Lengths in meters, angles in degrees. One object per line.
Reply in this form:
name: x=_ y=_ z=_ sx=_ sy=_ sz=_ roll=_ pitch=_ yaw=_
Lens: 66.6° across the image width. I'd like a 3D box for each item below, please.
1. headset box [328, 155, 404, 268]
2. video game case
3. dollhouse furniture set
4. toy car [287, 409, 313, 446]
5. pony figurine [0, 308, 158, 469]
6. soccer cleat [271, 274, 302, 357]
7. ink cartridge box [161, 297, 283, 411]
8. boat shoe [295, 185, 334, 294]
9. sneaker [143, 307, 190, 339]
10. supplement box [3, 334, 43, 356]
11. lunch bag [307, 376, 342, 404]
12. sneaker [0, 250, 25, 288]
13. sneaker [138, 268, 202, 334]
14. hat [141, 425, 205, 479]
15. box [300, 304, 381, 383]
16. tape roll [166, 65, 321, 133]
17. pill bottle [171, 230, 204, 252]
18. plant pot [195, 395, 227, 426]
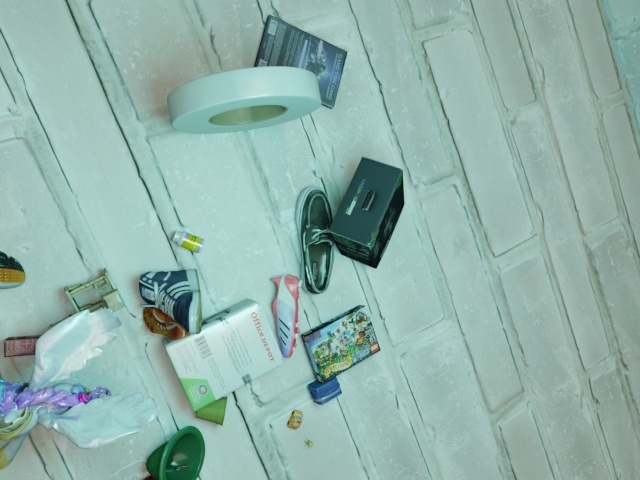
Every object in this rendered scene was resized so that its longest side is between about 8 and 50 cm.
headset box: x=0.146 y=-0.078 z=1.447 sx=0.131 sy=0.283 sz=0.246 roll=21 pitch=78 yaw=16
video game case: x=-0.060 y=-0.550 z=1.513 sx=0.274 sy=0.026 sz=0.196 roll=17 pitch=83 yaw=-23
dollhouse furniture set: x=-0.592 y=0.154 z=1.198 sx=0.182 sy=0.161 sz=0.101 roll=-28 pitch=100 yaw=-22
toy car: x=-0.048 y=0.575 z=1.494 sx=0.122 sy=0.040 sz=0.060 roll=47 pitch=73 yaw=-16
pony figurine: x=-0.590 y=0.363 z=1.087 sx=0.351 sy=0.363 sz=0.302 roll=-22 pitch=74 yaw=-38
soccer cleat: x=-0.107 y=0.225 z=1.463 sx=0.095 sy=0.083 sz=0.248 roll=5 pitch=92 yaw=5
ink cartridge box: x=-0.271 y=0.309 z=1.361 sx=0.273 sy=0.115 sz=0.198 roll=-24 pitch=99 yaw=-21
boat shoe: x=0.000 y=0.000 z=1.480 sx=0.121 sy=0.119 sz=0.335 roll=-3 pitch=91 yaw=-23
sneaker: x=-0.404 y=0.219 z=1.295 sx=0.067 sy=0.175 sz=0.064 roll=-12 pitch=117 yaw=-57
supplement box: x=-0.725 y=0.258 z=1.198 sx=0.083 sy=0.055 sz=0.043 roll=0 pitch=88 yaw=-24
lunch bag: x=0.018 y=0.463 z=1.510 sx=0.098 sy=0.067 sz=0.065 roll=-21 pitch=98 yaw=-24
sneaker: x=-0.844 y=0.084 z=1.138 sx=0.262 sy=0.121 sz=0.099 roll=12 pitch=43 yaw=-40
sneaker: x=-0.383 y=0.155 z=1.238 sx=0.153 sy=0.282 sz=0.099 roll=0 pitch=110 yaw=-18
hat: x=-0.450 y=0.598 z=1.330 sx=0.208 sy=0.184 sz=0.173 roll=-29 pitch=113 yaw=-63
box: x=0.068 y=0.322 z=1.534 sx=0.233 sy=0.044 sz=0.159 roll=-23 pitch=98 yaw=-28
tape roll: x=-0.193 y=-0.352 z=1.259 sx=0.392 sy=0.392 sz=0.072 roll=-12 pitch=95 yaw=-23
pill bottle: x=-0.369 y=0.002 z=1.361 sx=0.083 sy=0.043 sz=0.043 roll=24 pitch=80 yaw=-22
plant pot: x=-0.308 y=0.475 z=1.369 sx=0.079 sy=0.083 sz=0.083 roll=10 pitch=85 yaw=-10
